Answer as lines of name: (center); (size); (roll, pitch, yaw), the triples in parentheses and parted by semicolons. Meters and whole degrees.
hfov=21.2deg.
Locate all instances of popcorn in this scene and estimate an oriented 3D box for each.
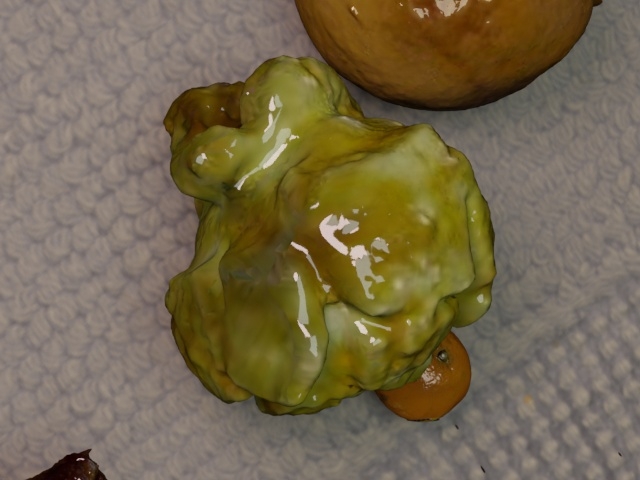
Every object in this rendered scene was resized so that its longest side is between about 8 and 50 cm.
popcorn: (-0.003, -0.005, 1.241); (0.276, 0.225, 0.276); (-1, 87, 25)

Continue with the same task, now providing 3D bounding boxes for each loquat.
loquat: (0.092, -0.208, 1.292); (0.238, 0.193, 0.238); (2, 86, -24)

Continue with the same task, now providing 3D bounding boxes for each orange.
orange: (0.080, 0.103, 1.360); (0.083, 0.083, 0.083); (-1, 92, -18)

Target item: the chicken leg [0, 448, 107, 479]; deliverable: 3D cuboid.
chicken leg: (-0.287, 0.265, 1.207); (0.177, 0.083, 0.322); (25, 81, 21)
